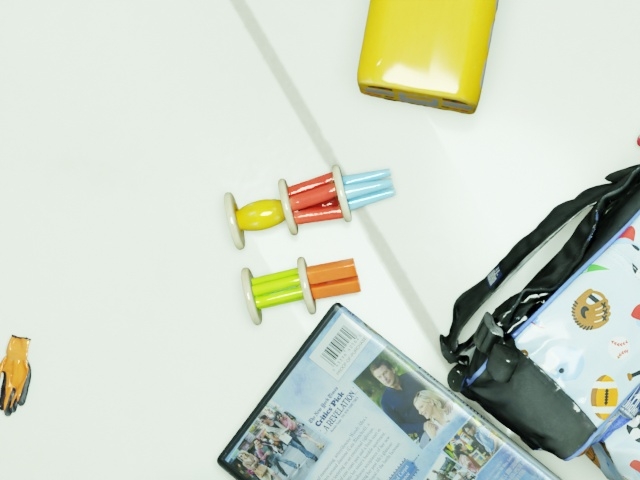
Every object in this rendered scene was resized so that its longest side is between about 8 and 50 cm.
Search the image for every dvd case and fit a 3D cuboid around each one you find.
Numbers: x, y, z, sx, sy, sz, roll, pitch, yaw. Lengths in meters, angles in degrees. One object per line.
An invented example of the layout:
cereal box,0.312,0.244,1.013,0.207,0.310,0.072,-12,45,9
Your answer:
dvd case,0.058,0.200,1.249,0.253,0.022,0.180,38,100,9

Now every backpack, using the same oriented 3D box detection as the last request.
backpack,0.247,0.058,1.157,0.213,0.276,0.263,38,85,1

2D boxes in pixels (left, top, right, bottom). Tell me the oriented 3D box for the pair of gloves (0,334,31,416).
pair of gloves,-0.303,0.118,1.321,0.083,0.010,0.074,10,90,8

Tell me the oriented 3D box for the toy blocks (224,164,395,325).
toy blocks,0.000,0.000,1.275,0.148,0.054,0.123,-14,86,4

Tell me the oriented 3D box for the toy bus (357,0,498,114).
toy bus,0.111,-0.281,1.237,0.108,0.130,0.333,11,89,5

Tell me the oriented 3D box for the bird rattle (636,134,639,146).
bird rattle,0.373,-0.172,1.217,0.207,0.143,0.253,-10,90,-11
